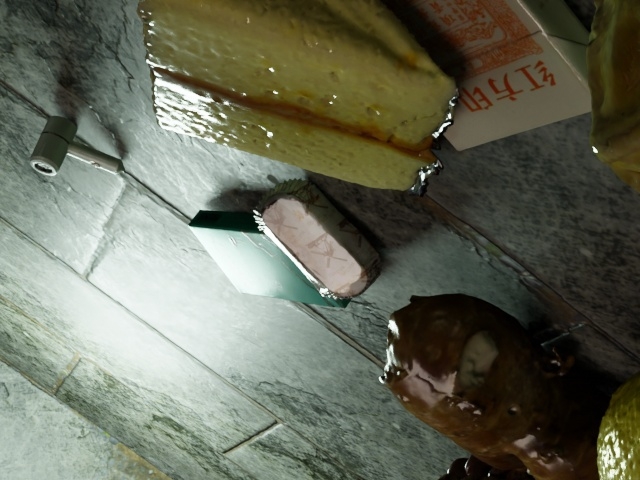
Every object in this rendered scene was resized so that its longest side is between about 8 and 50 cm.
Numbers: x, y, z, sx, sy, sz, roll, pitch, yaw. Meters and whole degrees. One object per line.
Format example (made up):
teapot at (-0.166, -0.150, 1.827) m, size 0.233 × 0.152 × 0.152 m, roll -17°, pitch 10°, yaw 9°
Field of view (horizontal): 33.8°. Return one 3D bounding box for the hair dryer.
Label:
hair dryer at (-0.363, -0.127, 1.599) m, size 0.137 × 0.082 × 0.047 m, roll 22°, pitch 154°, yaw -10°

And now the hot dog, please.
hot dog at (0.000, 0.000, 1.400) m, size 0.108 × 0.059 × 0.191 m, roll -38°, pitch 105°, yaw 24°

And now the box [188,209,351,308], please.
box at (-0.073, 0.027, 1.557) m, size 0.226 × 0.042 × 0.161 m, roll 5°, pitch 141°, yaw 43°

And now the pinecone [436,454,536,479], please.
pinecone at (0.283, 0.452, 1.643) m, size 0.264 × 0.264 × 0.264 m, roll 26°, pitch 151°, yaw 15°

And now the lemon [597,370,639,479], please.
lemon at (0.437, 0.235, 1.103) m, size 0.268 × 0.268 × 0.322 m, roll 38°, pitch 153°, yaw -7°

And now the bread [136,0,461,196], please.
bread at (-0.019, -0.221, 1.043) m, size 0.404 × 0.242 × 0.345 m, roll 9°, pitch 167°, yaw -17°

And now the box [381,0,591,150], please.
box at (0.087, -0.240, 0.949) m, size 0.365 × 0.051 × 0.204 m, roll 45°, pitch 151°, yaw -20°

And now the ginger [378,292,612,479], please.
ginger at (0.257, 0.205, 1.343) m, size 0.254 × 0.176 × 0.418 m, roll 3°, pitch 148°, yaw 48°

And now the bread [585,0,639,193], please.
bread at (0.317, -0.130, 0.732) m, size 0.238 × 0.196 × 0.252 m, roll 40°, pitch 155°, yaw -20°
